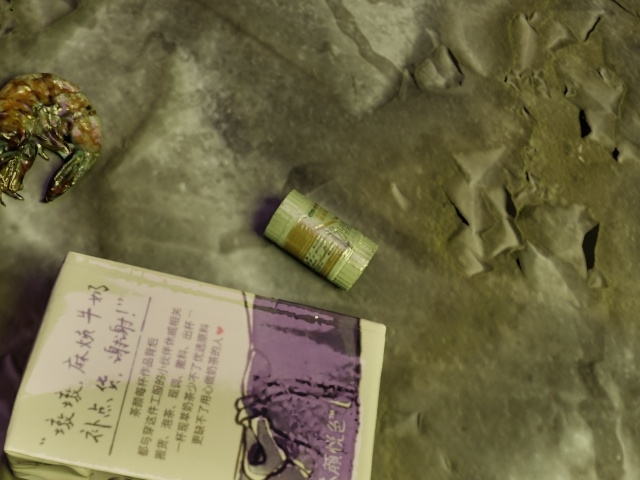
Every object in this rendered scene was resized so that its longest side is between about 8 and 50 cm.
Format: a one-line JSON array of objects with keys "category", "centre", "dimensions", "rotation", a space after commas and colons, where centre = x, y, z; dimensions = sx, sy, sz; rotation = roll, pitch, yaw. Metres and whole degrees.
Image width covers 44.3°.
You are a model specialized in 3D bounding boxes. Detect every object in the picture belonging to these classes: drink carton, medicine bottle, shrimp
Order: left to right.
[{"category": "shrimp", "centre": [-0.223, -0.064, 0.600], "dimensions": [0.091, 0.034, 0.161], "rotation": [23, 59, -7]}, {"category": "drink carton", "centre": [-0.080, 0.106, 0.523], "dimensions": [0.222, 0.102, 0.134], "rotation": [15, 62, -11]}, {"category": "medicine bottle", "centre": [0.000, 0.000, 0.633], "dimensions": [0.083, 0.047, 0.047], "rotation": [35, 59, 2]}]
